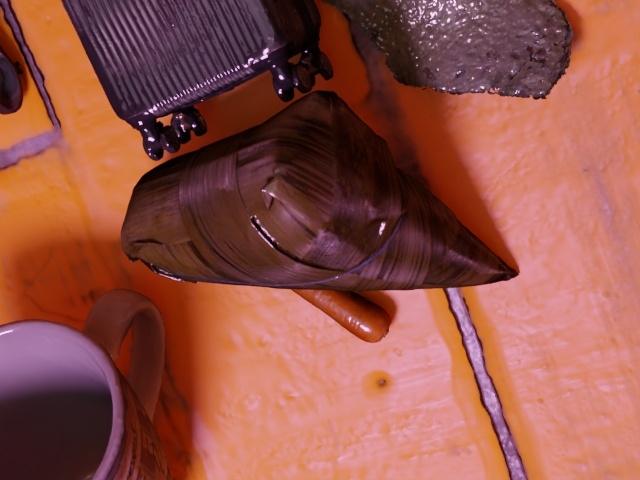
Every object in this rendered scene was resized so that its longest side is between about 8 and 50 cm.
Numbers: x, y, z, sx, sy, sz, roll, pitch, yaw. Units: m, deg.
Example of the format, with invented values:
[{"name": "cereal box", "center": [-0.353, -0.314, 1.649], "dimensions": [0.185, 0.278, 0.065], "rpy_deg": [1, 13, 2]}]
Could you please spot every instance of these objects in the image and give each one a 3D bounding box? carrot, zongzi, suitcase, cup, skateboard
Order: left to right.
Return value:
[{"name": "skateboard", "center": [-0.343, -0.188, 1.388], "dimensions": [0.067, 0.080, 0.151], "rpy_deg": [-27, 100, 18]}, {"name": "cup", "center": [-0.239, 0.199, 1.414], "dimensions": [0.227, 0.301, 0.257], "rpy_deg": [19, 158, 24]}, {"name": "suitcase", "center": [-0.135, -0.249, 1.272], "dimensions": [0.202, 0.128, 0.312], "rpy_deg": [-22, 100, 23]}, {"name": "carrot", "center": [-0.015, 0.041, 1.384], "dimensions": [0.190, 0.037, 0.037], "rpy_deg": [31, 114, 10]}, {"name": "zongzi", "center": [0.000, 0.000, 1.329], "dimensions": [0.300, 0.138, 0.286], "rpy_deg": [27, 152, -34]}]

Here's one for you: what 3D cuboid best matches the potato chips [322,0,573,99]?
[{"name": "potato chips", "center": [0.107, -0.198, 1.251], "dimensions": [0.228, 0.059, 0.167], "rpy_deg": [42, 121, -4]}]
